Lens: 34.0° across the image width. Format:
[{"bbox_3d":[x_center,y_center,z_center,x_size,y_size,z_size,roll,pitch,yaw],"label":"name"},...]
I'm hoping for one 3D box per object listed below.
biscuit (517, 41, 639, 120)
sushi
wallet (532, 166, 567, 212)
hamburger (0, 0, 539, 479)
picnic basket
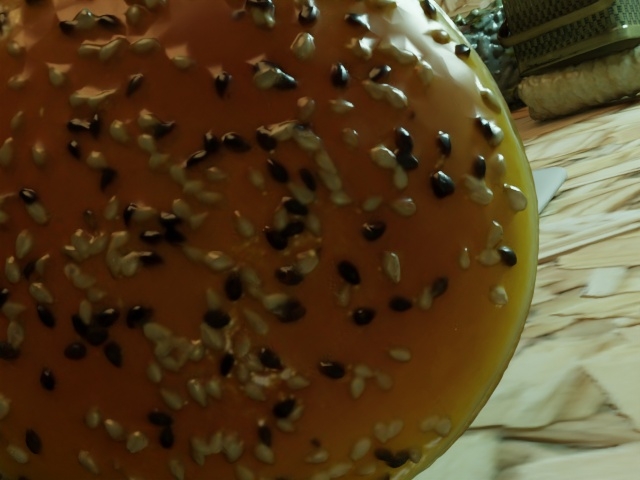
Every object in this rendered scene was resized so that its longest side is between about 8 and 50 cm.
[{"bbox_3d":[0.324,-0.179,1.151,0.219,0.061,0.055,-12,42,31],"label":"biscuit"},{"bbox_3d":[0.257,-0.263,1.425,0.274,0.139,0.184,-28,14,-3],"label":"sushi"},{"bbox_3d":[0.157,-0.029,0.843,0.061,0.025,0.122,-15,13,33],"label":"wallet"},{"bbox_3d":[-0.053,0.000,0.476,0.300,0.300,0.176,-20,-1,7],"label":"hamburger"},{"bbox_3d":[0.340,-0.283,1.225,0.266,0.139,0.165,-12,-1,-38],"label":"picnic basket"}]
